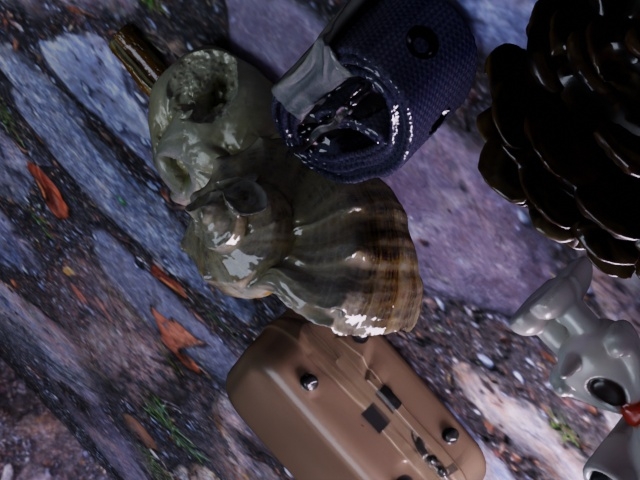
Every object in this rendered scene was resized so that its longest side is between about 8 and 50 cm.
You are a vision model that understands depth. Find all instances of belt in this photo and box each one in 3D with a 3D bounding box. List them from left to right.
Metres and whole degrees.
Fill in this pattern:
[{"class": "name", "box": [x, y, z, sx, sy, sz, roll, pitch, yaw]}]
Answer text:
[{"class": "belt", "box": [0.036, -0.128, 1.491, 0.139, 0.126, 0.230, 47, 157, -3]}]

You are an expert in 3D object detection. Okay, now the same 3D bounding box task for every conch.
[{"class": "conch", "box": [0.001, -0.015, 1.645, 0.210, 0.291, 0.159, 26, 109, 43]}]

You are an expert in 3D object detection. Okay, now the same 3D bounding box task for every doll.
[{"class": "doll", "box": [0.277, 0.158, 1.543, 0.271, 0.144, 0.208, 37, 133, 14]}]

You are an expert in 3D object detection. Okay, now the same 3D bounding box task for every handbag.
[{"class": "handbag", "box": [0.024, 0.218, 2.013, 0.302, 0.149, 0.283, 46, 154, -2]}]

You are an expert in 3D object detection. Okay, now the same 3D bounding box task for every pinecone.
[{"class": "pinecone", "box": [0.226, -0.090, 1.133, 0.224, 0.224, 0.272, 47, 148, 0]}]

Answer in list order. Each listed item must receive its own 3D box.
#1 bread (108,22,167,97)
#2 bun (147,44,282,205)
[{"class": "bread", "box": [-0.197, -0.193, 1.884, 0.083, 0.036, 0.047, 50, 159, -1]}, {"class": "bun", "box": [-0.103, -0.098, 1.765, 0.178, 0.128, 0.193, 26, 146, 41]}]
